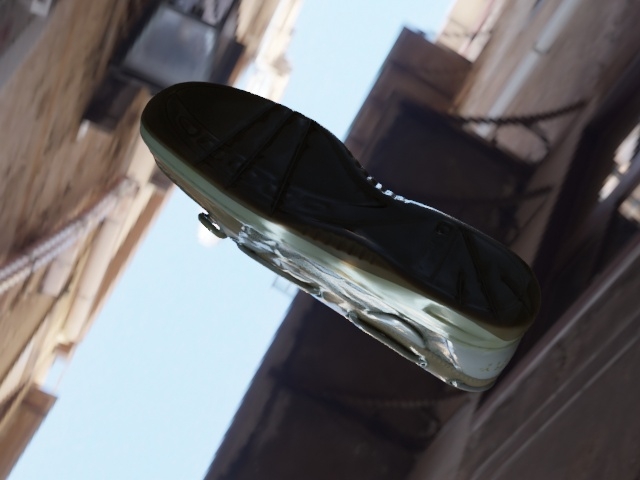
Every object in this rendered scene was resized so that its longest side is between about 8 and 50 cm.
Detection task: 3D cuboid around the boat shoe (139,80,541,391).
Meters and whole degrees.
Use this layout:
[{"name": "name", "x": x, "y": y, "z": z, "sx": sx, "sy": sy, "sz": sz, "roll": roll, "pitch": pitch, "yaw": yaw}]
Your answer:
[{"name": "boat shoe", "x": 0.001, "y": -0.001, "z": 0.570, "sx": 0.153, "sy": 0.048, "sz": 0.056, "roll": 29, "pitch": -136, "yaw": 6}]
